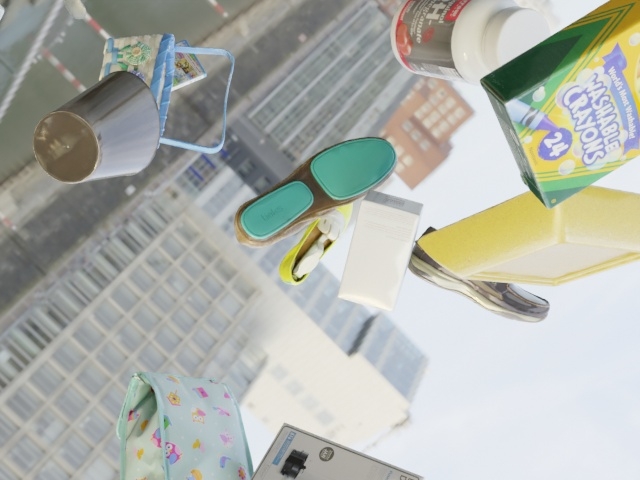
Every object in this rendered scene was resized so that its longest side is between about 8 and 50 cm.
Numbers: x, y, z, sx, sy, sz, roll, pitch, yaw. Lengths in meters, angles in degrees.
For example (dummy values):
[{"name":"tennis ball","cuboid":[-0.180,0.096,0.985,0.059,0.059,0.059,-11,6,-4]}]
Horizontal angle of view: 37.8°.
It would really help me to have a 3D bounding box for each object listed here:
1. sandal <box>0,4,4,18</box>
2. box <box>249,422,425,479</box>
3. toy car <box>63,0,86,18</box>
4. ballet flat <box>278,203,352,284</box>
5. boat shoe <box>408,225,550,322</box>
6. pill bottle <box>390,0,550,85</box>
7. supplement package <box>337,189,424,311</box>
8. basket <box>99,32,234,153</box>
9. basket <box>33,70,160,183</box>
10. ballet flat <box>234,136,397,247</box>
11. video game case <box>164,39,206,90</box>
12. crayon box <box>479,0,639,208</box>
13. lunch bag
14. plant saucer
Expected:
[{"name":"sandal","cuboid":[-0.785,-0.378,1.937,0.169,0.102,0.416,-46,-159,33]},{"name":"box","cuboid":[0.027,0.450,1.638,0.169,0.289,0.087,-55,147,-30]},{"name":"toy car","cuboid":[-0.397,-0.377,1.323,0.155,0.188,0.149,-10,-124,47]},{"name":"ballet flat","cuboid":[0.000,0.000,1.953,0.231,0.077,0.077,-52,-160,-1]},{"name":"boat shoe","cuboid":[0.366,0.075,2.084,0.132,0.355,0.130,-115,-131,-74]},{"name":"pill bottle","cuboid":[0.292,-0.395,1.824,0.176,0.176,0.318,-46,-147,-11]},{"name":"supplement package","cuboid":[0.105,0.017,1.624,0.105,0.105,0.179,-54,159,-74]},{"name":"basket","cuboid":[-0.345,-0.325,2.078,0.201,0.288,0.255,117,-22,-66]},{"name":"basket","cuboid":[-0.406,-0.193,1.698,0.227,0.154,0.204,-49,147,-68]},{"name":"ballet flat","cuboid":[-0.014,-0.081,1.727,0.342,0.116,0.124,-34,174,-19]},{"name":"video game case","cuboid":[-0.382,-0.421,2.315,0.166,0.119,0.015,-26,158,-14]},{"name":"crayon box","cuboid":[0.397,-0.210,1.249,0.323,0.203,0.083,-32,-141,3]},{"name":"lunch bag","cuboid":[-0.254,0.375,1.742,0.160,0.223,0.262,-32,-123,36]},{"name":"plant saucer","cuboid":[0.386,0.007,1.540,0.332,0.332,0.081,-25,-116,53]}]
